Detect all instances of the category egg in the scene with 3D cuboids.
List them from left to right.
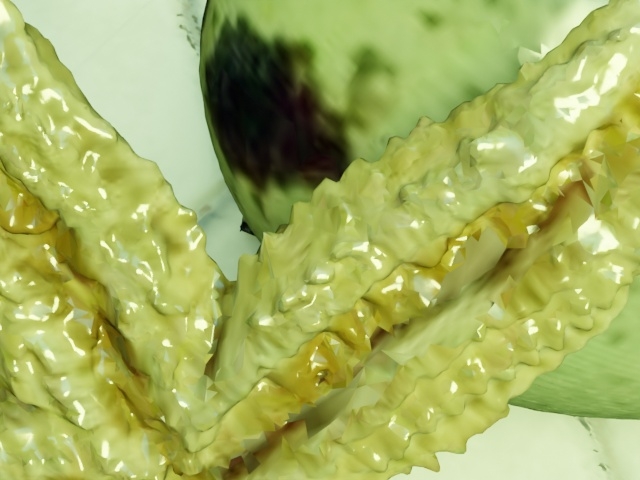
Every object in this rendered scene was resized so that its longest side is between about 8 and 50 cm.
[{"bbox_3d":[0.139,-0.068,0.511,0.379,0.287,0.287,0,60,-3],"label":"egg"}]

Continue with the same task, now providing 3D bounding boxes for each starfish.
[{"bbox_3d":[-0.077,0.011,0.374,0.324,0.432,0.082,31,19,-1],"label":"starfish"}]

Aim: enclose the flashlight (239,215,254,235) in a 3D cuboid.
[{"bbox_3d":[0.000,0.000,0.619,0.083,0.018,0.018,20,57,8],"label":"flashlight"}]
